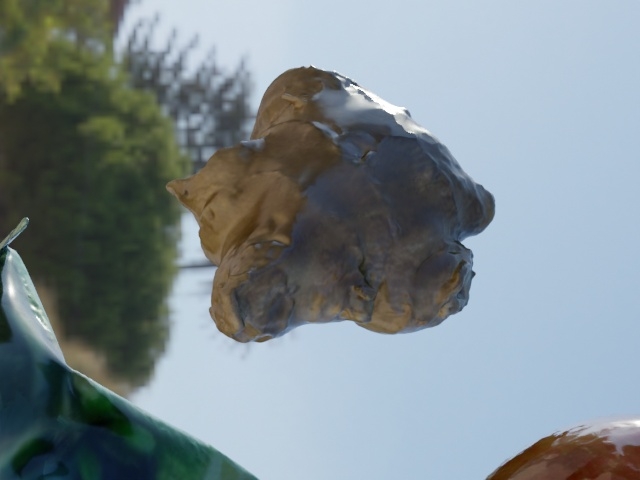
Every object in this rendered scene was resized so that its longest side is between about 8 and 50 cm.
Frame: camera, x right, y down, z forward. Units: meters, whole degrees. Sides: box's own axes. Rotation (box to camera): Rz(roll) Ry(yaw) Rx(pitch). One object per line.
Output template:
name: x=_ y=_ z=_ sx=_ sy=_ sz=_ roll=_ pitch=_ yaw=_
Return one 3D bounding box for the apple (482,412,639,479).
apple: x=0.144 y=0.166 z=0.839 sx=0.168 sy=0.181 sz=0.181 roll=104 pitch=-20 yaw=-73

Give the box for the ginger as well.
ginger: x=0.000 y=0.000 z=1.235 sx=0.270 sy=0.218 sz=0.123 roll=-59 pitch=176 yaw=-43

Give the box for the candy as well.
candy: x=-0.170 y=0.204 z=1.267 sx=0.398 sy=0.263 sz=0.172 roll=42 pitch=-22 yaw=-1
